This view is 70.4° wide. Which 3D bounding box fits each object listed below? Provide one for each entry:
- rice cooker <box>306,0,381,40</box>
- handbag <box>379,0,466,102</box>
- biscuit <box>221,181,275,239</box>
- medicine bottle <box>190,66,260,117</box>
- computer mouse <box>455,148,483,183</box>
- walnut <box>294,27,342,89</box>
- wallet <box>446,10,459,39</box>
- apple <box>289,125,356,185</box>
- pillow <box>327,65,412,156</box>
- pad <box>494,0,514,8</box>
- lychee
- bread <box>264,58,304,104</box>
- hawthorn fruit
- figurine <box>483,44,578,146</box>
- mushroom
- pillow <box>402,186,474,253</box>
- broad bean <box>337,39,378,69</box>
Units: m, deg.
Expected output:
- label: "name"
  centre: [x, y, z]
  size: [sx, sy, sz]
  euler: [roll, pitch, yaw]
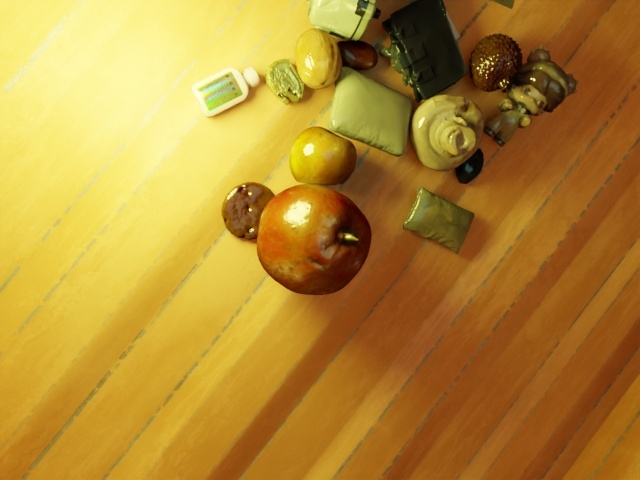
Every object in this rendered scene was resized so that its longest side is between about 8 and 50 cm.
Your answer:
- label: "rice cooker"
  centre: [0.084, -0.801, 1.523]
  size: [0.244, 0.226, 0.226]
  euler: [11, 96, -13]
- label: "handbag"
  centre: [0.370, -0.699, 1.678]
  size: [0.269, 0.118, 0.325]
  euler: [-32, 106, -17]
- label: "biscuit"
  centre: [-0.250, -0.106, 1.631]
  size: [0.212, 0.036, 0.212]
  euler: [-3, 101, -17]
- label: "medicine bottle"
  centre: [-0.312, -0.509, 1.524]
  size: [0.219, 0.078, 0.115]
  euler: [-30, 104, -10]
- label: "computer mouse"
  centre: [0.614, -0.308, 1.843]
  size: [0.099, 0.057, 0.172]
  euler: [28, 87, -17]
- label: "walnut"
  centre: [-0.007, -0.615, 1.541]
  size: [0.165, 0.165, 0.197]
  euler: [-6, 66, -16]
- label: "wallet"
  centre: [0.482, -0.820, 1.738]
  size: [0.061, 0.025, 0.122]
  euler: [-36, 107, -1]
- label: "apple"
  centre: [0.005, -0.281, 1.591]
  size: [0.237, 0.237, 0.207]
  euler: [18, 110, -18]
- label: "pillow"
  centre: [0.185, -0.463, 1.634]
  size: [0.322, 0.120, 0.255]
  euler: [17, 75, -26]
- label: "pad"
  centre: [0.666, -1.028, 1.767]
  size: [0.265, 0.009, 0.159]
  euler: [12, 96, -18]
- label: "lychee"
  centre: [0.668, -0.666, 1.729]
  size: [0.200, 0.200, 0.238]
  euler: [-13, 74, -14]
- label: "bread"
  centre: [-0.120, -0.551, 1.582]
  size: [0.117, 0.064, 0.156]
  euler: [-42, 107, -5]
- label: "hawthorn fruit"
  centre: [0.000, 0.000, 1.532]
  size: [0.403, 0.403, 0.402]
  euler: [-3, 100, -16]
- label: "figurine"
  centre: [0.818, -0.553, 1.804]
  size: [0.248, 0.203, 0.380]
  euler: [39, 100, -4]
- label: "mushroom"
  centre: [0.487, -0.390, 1.666]
  size: [0.293, 0.290, 0.292]
  euler: [-4, 111, -11]
- label: "pillow"
  centre: [0.477, -0.080, 1.832]
  size: [0.302, 0.075, 0.185]
  euler: [23, 94, -21]
- label: "broad bean"
  centre: [0.129, -0.666, 1.627]
  size: [0.165, 0.084, 0.114]
  euler: [-9, 88, -19]
